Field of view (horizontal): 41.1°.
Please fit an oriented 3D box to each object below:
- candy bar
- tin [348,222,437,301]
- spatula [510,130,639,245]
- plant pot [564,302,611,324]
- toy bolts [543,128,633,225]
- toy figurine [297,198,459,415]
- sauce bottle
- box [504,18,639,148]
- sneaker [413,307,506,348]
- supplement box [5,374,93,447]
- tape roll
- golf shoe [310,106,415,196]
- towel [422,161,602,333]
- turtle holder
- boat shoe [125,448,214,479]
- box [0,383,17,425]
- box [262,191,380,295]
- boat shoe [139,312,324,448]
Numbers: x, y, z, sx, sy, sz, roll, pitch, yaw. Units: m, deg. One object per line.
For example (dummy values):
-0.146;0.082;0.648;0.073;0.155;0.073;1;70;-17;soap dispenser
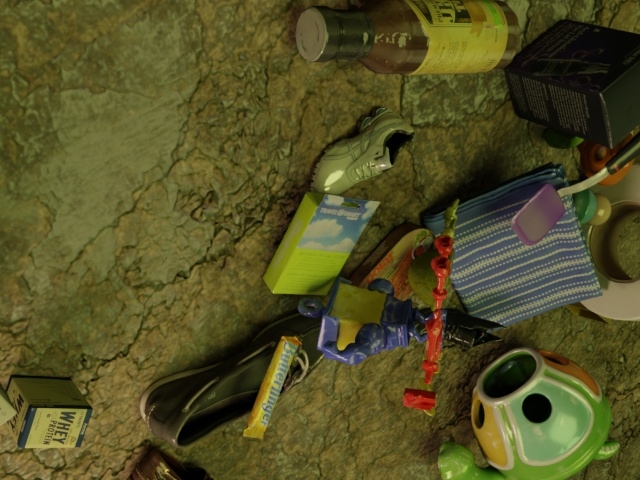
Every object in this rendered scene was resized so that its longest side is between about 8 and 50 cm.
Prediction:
-0.068;0.207;1.220;0.040;0.018;0.162;19;94;-45;candy bar
0.114;0.053;1.386;0.190;0.040;0.106;-46;136;-10;tin
0.424;-0.098;1.329;0.296;0.030;0.084;-37;127;7;spatula
0.552;0.111;1.734;0.081;0.081;0.083;31;79;-43;plant pot
0.485;-0.115;1.482;0.158;0.218;0.229;10;113;-27;toy bolts
0.079;0.075;1.246;0.363;0.217;0.191;-70;163;-56;toy figurine
0.126;-0.282;1.176;0.344;0.111;0.112;-10;118;-36;sauce bottle
0.425;-0.254;1.357;0.153;0.207;0.108;-39;128;-17;box
0.238;0.156;1.498;0.170;0.089;0.051;-3;113;-37;sneaker
-0.346;0.215;1.073;0.083;0.083;0.056;11;104;-41;supplement box
0.582;0.007;1.561;0.100;0.286;0.286;8;106;-40;tape roll
0.062;-0.116;1.227;0.176;0.086;0.069;-47;134;-7;golf shoe
0.338;0.028;1.467;0.243;0.040;0.336;-22;130;13;towel
0.382;0.341;1.639;0.320;0.243;0.227;-25;119;24;turtle holder
-0.195;0.375;1.279;0.073;0.073;0.207;-51;133;-3;boat shoe
-0.475;0.184;0.913;0.232;0.148;0.127;-38;130;-18;box
0.000;0.000;1.235;0.109;0.042;0.178;5;125;-39;box
-0.098;0.209;1.257;0.335;0.095;0.112;-23;124;-28;boat shoe
